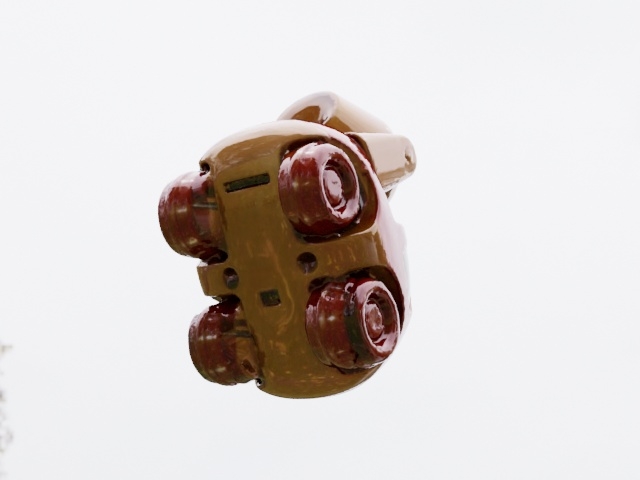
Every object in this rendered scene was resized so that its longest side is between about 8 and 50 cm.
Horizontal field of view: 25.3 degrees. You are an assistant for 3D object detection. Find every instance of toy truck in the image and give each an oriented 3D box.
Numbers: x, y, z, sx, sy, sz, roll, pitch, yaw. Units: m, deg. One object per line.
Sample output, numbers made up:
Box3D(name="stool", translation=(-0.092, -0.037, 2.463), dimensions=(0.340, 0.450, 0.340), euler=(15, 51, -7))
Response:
Box3D(name="toy truck", translation=(0.000, 0.000, 1.279), dimensions=(0.189, 0.265, 0.239), euler=(-11, 4, 33))
